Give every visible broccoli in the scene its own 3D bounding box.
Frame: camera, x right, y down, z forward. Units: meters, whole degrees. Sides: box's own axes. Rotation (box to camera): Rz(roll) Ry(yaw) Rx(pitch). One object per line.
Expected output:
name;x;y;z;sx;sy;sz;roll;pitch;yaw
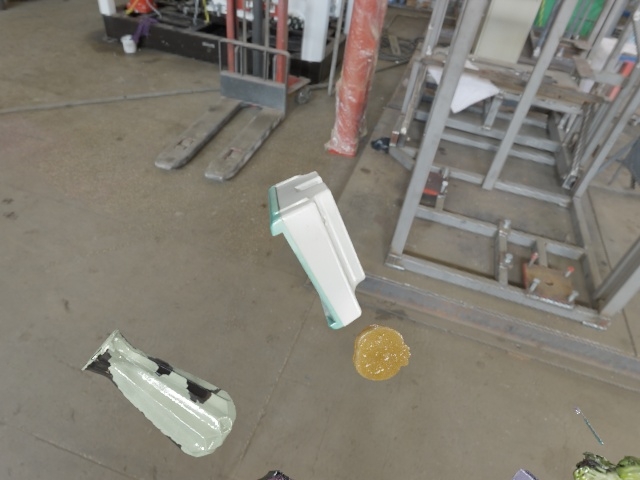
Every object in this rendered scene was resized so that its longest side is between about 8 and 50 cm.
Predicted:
broccoli;0.786;0.586;1.075;0.146;0.304;0.164;-14;59;-26

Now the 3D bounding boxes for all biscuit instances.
biscuit;0.171;0.312;1.229;0.171;0.170;0.050;0;16;-10

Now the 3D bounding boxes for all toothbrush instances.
toothbrush;0.724;0.499;1.179;0.011;0.014;0.167;43;15;0

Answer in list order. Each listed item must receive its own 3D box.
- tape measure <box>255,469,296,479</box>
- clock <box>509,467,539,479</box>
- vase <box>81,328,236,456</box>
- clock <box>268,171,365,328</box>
tape measure;-0.144;0.785;1.200;0.245;0.149;0.231;-22;79;-43
clock;0.537;0.739;1.180;0.193;0.144;0.073;-40;25;-12
vase;-0.379;0.364;1.045;0.360;0.165;0.165;41;41;-13
clock;0.000;0.000;0.818;0.116;0.231;0.262;-28;20;3
